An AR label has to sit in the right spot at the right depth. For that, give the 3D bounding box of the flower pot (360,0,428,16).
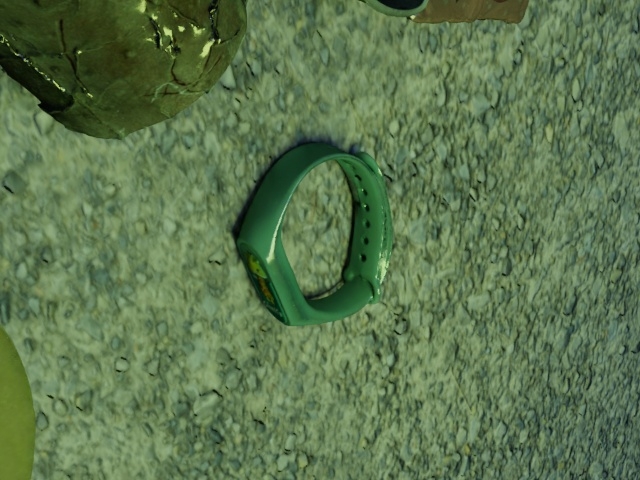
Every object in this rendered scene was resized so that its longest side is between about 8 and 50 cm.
[{"bbox_3d":[0.019,-0.313,1.162,0.229,0.108,0.103,26,95,-46],"label":"flower pot"}]

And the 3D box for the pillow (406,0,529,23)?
[{"bbox_3d":[0.181,-0.319,1.334,0.248,0.049,0.135,-15,127,-50],"label":"pillow"}]

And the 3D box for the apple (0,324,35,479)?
[{"bbox_3d":[-0.424,0.189,0.926,0.312,0.320,0.360,-70,163,-49],"label":"apple"}]

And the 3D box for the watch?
[{"bbox_3d":[0.000,0.000,1.360,0.195,0.068,0.237,-39,130,-22],"label":"watch"}]

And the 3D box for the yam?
[{"bbox_3d":[-0.219,-0.239,0.900,0.241,0.241,0.348,-51,142,-7],"label":"yam"}]
